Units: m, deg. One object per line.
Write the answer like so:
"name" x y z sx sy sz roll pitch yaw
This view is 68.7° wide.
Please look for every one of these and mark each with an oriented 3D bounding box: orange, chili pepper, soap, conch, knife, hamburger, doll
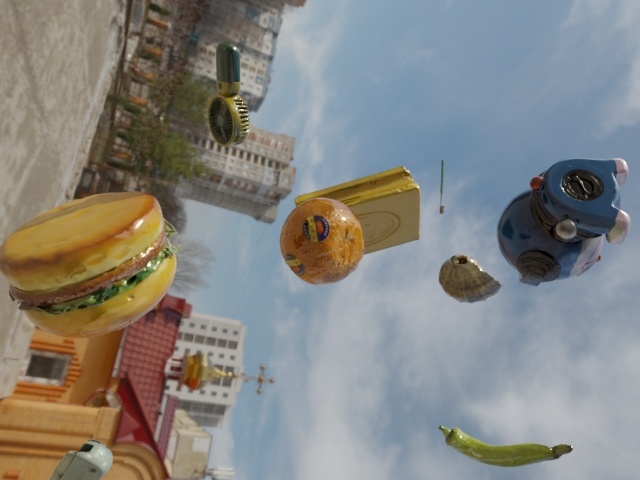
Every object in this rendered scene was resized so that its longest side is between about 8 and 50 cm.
"orange" 0.002 0.002 0.938 0.155 0.177 0.178 -12 -115 54
"chili pepper" 0.302 0.350 0.779 0.043 0.208 0.049 61 37 -50
"soap" 0.101 -0.056 1.245 0.096 0.324 0.204 -113 -171 -49
"conch" 0.504 0.142 1.641 0.159 0.291 0.210 -49 -119 11
"knife" -0.261 0.252 0.485 0.162 0.044 0.023 -47 -164 29
"hamburger" -0.324 0.039 0.693 0.246 0.245 0.170 -121 -163 -63
"doll" 0.538 -0.036 1.068 0.284 0.240 0.310 -59 160 -23

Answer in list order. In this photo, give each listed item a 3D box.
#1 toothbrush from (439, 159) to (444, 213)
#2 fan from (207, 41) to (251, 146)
"toothbrush" 0.371 -0.163 1.421 0.014 0.011 0.167 -4 -98 56
"fan" -0.139 -0.223 0.721 0.082 0.039 0.155 33 -51 39
